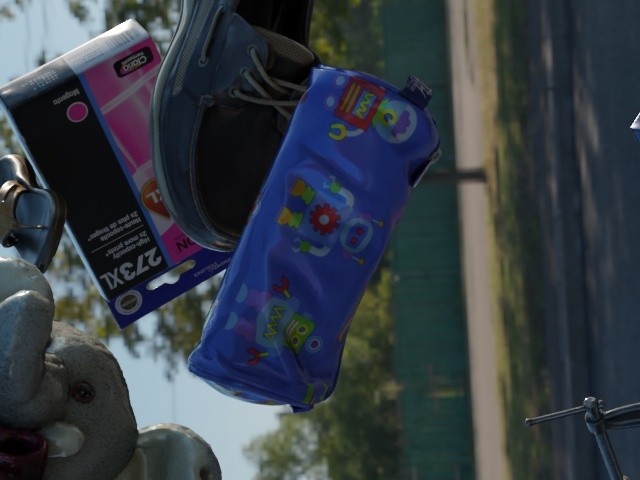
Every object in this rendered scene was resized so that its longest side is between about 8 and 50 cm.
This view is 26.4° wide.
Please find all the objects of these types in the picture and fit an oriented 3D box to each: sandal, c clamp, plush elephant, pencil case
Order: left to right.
[{"bbox_3d":[-0.210,0.137,0.823,0.255,0.272,0.330,-52,-16,-16],"label":"plush elephant"},{"bbox_3d":[-0.318,-0.033,1.422,0.219,0.060,0.090,48,122,51],"label":"sandal"},{"bbox_3d":[0.000,0.000,1.168,0.119,0.133,0.306,161,133,-86],"label":"pencil case"},{"bbox_3d":[0.268,0.181,1.184,0.022,0.137,0.161,-87,-28,-46],"label":"c clamp"}]

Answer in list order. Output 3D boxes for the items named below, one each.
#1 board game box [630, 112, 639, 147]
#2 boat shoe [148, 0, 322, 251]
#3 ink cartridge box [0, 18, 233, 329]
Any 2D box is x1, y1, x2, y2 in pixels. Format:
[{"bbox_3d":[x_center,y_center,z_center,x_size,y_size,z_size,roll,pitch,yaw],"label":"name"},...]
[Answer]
[{"bbox_3d":[0.372,-0.083,1.232,0.165,0.042,0.243,-55,-45,-18],"label":"board game box"},{"bbox_3d":[-0.075,-0.169,1.319,0.130,0.132,0.355,-10,73,50],"label":"boat shoe"},{"bbox_3d":[-0.216,-0.056,1.573,0.069,0.175,0.371,47,163,48],"label":"ink cartridge box"}]
